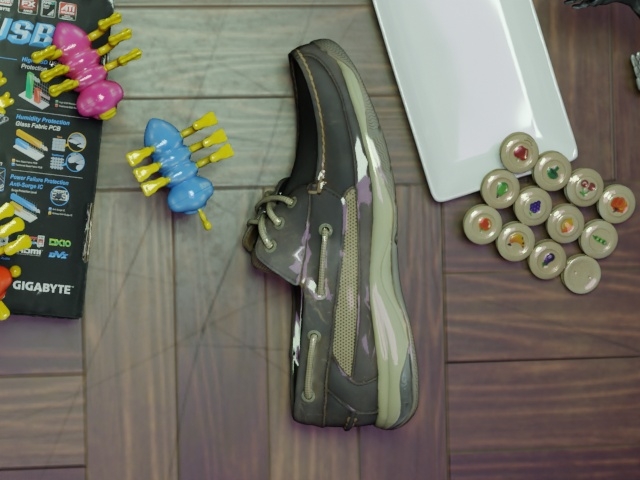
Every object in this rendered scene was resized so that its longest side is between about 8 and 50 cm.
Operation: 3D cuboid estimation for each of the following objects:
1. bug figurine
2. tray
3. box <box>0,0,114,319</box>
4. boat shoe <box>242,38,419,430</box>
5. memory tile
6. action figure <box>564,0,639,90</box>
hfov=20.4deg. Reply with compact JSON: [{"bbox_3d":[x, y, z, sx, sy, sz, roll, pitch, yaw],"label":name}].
[{"bbox_3d":[-0.226,-0.069,1.503,0.279,0.072,0.216,-24,94,-16],"label":"bug figurine"},{"bbox_3d":[0.132,-0.183,1.647,0.145,0.030,0.270,-17,92,-7],"label":"tray"},{"bbox_3d":[-0.337,-0.088,1.532,0.295,0.073,0.293,5,87,-22],"label":"box"},{"bbox_3d":[0.000,0.000,1.578,0.130,0.132,0.355,-9,90,-8],"label":"boat shoe"},{"bbox_3d":[0.212,-0.024,1.645,0.148,0.012,0.113,26,96,-17],"label":"memory tile"},{"bbox_3d":[0.350,-0.217,1.627,0.276,0.141,0.164,24,77,-33],"label":"action figure"}]
